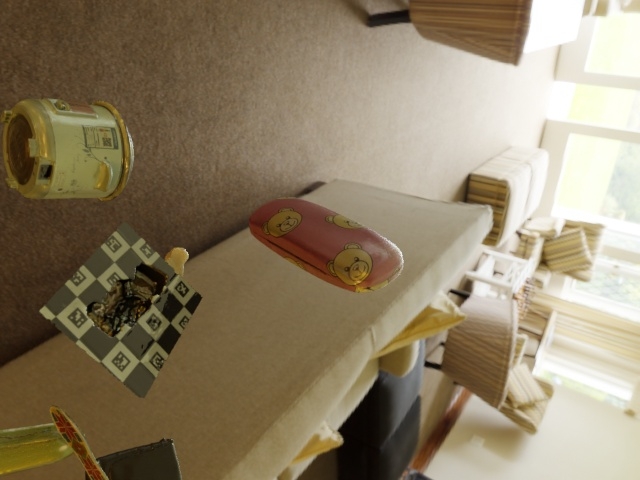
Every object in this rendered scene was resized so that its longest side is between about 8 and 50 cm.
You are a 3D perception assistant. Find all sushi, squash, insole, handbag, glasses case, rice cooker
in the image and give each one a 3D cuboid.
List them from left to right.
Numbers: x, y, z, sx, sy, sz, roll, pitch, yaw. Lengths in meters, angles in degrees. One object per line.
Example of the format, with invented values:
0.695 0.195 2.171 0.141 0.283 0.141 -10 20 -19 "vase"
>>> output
-0.628 0.402 0.993 0.341 0.094 0.094 -4 112 -27 "squash"
-0.628 -0.228 1.353 0.317 0.317 0.264 -15 132 -55 "rice cooker"
-0.447 0.388 0.986 0.006 0.065 0.193 -42 111 -55 "insole"
-0.305 0.107 0.823 0.192 0.050 0.215 50 36 -21 "sushi"
-0.453 0.638 1.308 0.223 0.080 0.246 -4 73 -35 "handbag"
0.000 0.000 0.926 0.123 0.316 0.075 -31 132 -33 "glasses case"

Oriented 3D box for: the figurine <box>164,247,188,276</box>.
-0.273 0.048 0.952 0.047 0.050 0.083 38 76 -31 "figurine"
